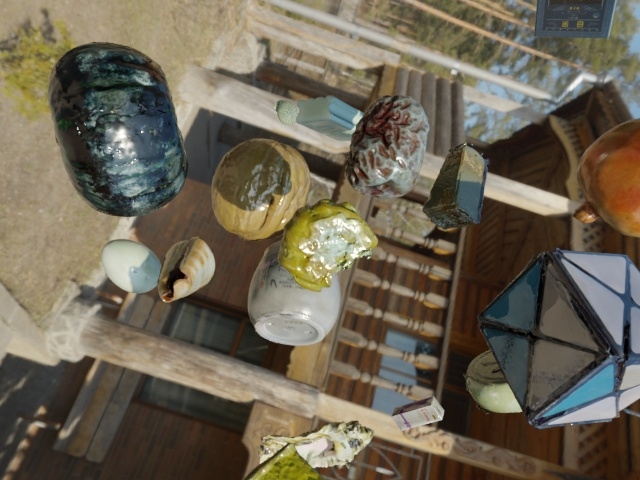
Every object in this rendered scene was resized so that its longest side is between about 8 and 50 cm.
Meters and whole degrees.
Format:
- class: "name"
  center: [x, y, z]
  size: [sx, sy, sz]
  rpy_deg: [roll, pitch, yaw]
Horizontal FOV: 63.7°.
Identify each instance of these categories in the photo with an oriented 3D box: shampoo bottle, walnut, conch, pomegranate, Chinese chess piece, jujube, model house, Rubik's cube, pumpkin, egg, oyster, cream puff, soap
- class: "shampoo bottle"
  center: [-0.076, 0.154, 1.538]
  size: [0.273, 0.272, 0.266]
  rpy_deg: [111, -13, -54]
- class: "walnut"
  center: [-0.186, -0.152, 1.605]
  size: [0.333, 0.332, 0.333]
  rpy_deg: [-162, -90, -88]
- class: "conch"
  center: [-0.335, 0.091, 1.303]
  size: [0.158, 0.127, 0.255]
  rpy_deg: [-33, -154, 16]
- class: "pomegranate"
  center: [0.670, -0.124, 1.098]
  size: [0.270, 0.252, 0.229]
  rpy_deg: [-47, -175, 24]
- class: "Chinese chess piece"
  center: [0.509, 0.370, 1.391]
  size: [0.238, 0.237, 0.092]
  rpy_deg: [-83, 153, -78]
- class: "jujube"
  center: [0.195, -0.269, 1.482]
  size: [0.226, 0.226, 0.317]
  rpy_deg: [113, -7, -65]
- class: "model house"
  center: [-0.037, 0.526, 0.929]
  size: [0.193, 0.234, 0.175]
  rpy_deg: [-31, 131, -39]
- class: "Rubik's cube"
  center: [0.603, 0.228, 1.203]
  size: [0.305, 0.310, 0.307]
  rpy_deg: [-60, -145, 40]
- class: "pumpkin"
  center: [-0.274, -0.149, 0.704]
  size: [0.233, 0.163, 0.233]
  rpy_deg: [165, -90, -76]
- class: "egg"
  center: [-0.598, 0.078, 1.628]
  size: [0.151, 0.209, 0.151]
  rpy_deg: [-27, -144, 21]
- class: "oyster"
  center: [-0.016, 0.578, 1.470]
  size: [0.107, 0.354, 0.201]
  rpy_deg: [-86, 161, -56]
- class: "cream puff"
  center: [-0.003, -0.005, 1.159]
  size: [0.221, 0.195, 0.195]
  rpy_deg: [-33, 171, -15]
- class: "conch"
  center: [-0.105, -0.409, 1.627]
  size: [0.076, 0.085, 0.056]
  rpy_deg: [-52, -160, -18]
- class: "soap"
  center: [0.054, -0.433, 1.855]
  size: [0.265, 0.159, 0.088]
  rpy_deg: [8, 87, -54]

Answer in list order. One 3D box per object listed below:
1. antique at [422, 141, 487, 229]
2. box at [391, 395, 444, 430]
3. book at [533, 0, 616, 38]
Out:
- class: "antique"
  center: [0.451, -0.183, 1.663]
  size: [0.150, 0.125, 0.284]
  rpy_deg: [-16, -133, 56]
- class: "box"
  center: [0.232, 0.414, 1.229]
  size: [0.117, 0.051, 0.036]
  rpy_deg: [-28, -168, 31]
- class: "book"
  center: [0.657, -0.647, 1.314]
  size: [0.025, 0.190, 0.269]
  rpy_deg: [-58, 149, -31]
